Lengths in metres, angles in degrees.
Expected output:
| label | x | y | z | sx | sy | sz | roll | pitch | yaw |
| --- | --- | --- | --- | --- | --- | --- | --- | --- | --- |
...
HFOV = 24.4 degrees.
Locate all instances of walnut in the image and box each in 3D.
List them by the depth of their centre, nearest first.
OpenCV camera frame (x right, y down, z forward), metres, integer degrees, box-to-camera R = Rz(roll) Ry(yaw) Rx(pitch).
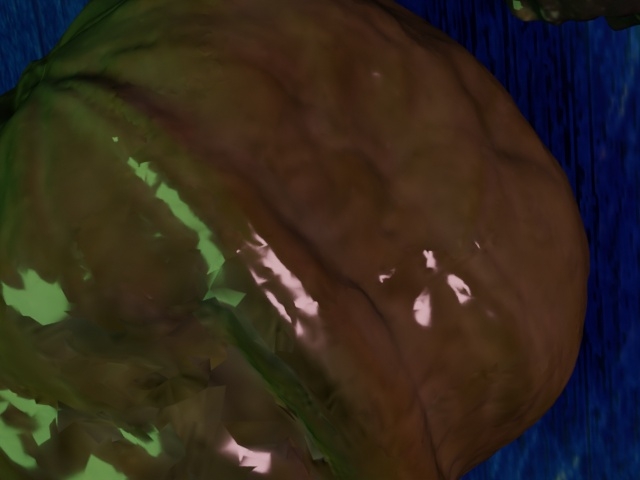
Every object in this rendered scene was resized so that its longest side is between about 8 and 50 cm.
| label | x | y | z | sx | sy | sz | roll | pitch | yaw |
| --- | --- | --- | --- | --- | --- | --- | --- | --- | --- |
| walnut | -0.039 | 0.022 | 0.654 | 0.277 | 0.282 | 0.253 | 52 | 147 | -10 |

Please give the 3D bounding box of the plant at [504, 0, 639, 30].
| label | x | y | z | sx | sy | sz | roll | pitch | yaw |
| --- | --- | --- | --- | --- | --- | --- | --- | --- | --- |
| plant | 0.113 | -0.167 | 0.454 | 0.142 | 0.131 | 0.203 | 15 | 114 | 17 |
